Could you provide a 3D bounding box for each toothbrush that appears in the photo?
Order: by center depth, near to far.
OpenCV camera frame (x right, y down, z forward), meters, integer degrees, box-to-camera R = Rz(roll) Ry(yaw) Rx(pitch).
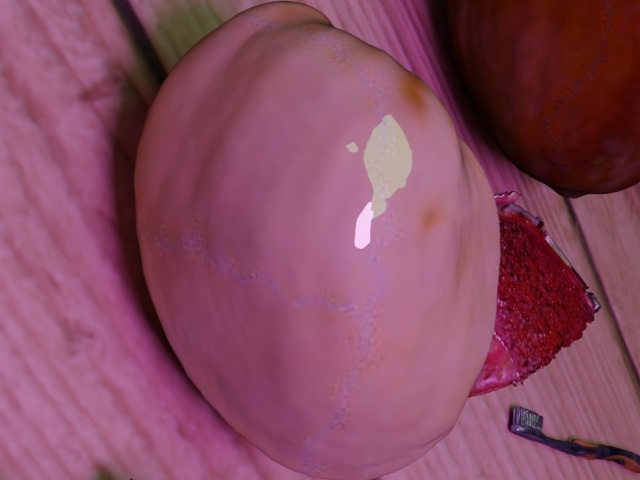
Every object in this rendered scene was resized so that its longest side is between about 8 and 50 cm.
[{"bbox_3d":[0.305,0.236,1.080,0.321,0.023,0.031,27,65,-42],"label":"toothbrush"}]

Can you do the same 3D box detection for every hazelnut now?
[{"bbox_3d":[0.284,-0.229,0.942,0.365,0.365,0.366,13,72,-46],"label":"hazelnut"}]

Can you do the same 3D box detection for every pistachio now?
[{"bbox_3d":[0.000,0.000,0.647,0.237,0.229,0.321,-15,101,-7],"label":"pistachio"}]

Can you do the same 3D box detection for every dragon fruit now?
[{"bbox_3d":[0.148,0.045,0.882,0.274,0.126,0.161,-19,86,-58],"label":"dragon fruit"}]

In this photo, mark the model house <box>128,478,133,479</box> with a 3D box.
[{"bbox_3d":[-0.135,0.201,0.512,0.248,0.176,0.181,48,48,-8],"label":"model house"}]
